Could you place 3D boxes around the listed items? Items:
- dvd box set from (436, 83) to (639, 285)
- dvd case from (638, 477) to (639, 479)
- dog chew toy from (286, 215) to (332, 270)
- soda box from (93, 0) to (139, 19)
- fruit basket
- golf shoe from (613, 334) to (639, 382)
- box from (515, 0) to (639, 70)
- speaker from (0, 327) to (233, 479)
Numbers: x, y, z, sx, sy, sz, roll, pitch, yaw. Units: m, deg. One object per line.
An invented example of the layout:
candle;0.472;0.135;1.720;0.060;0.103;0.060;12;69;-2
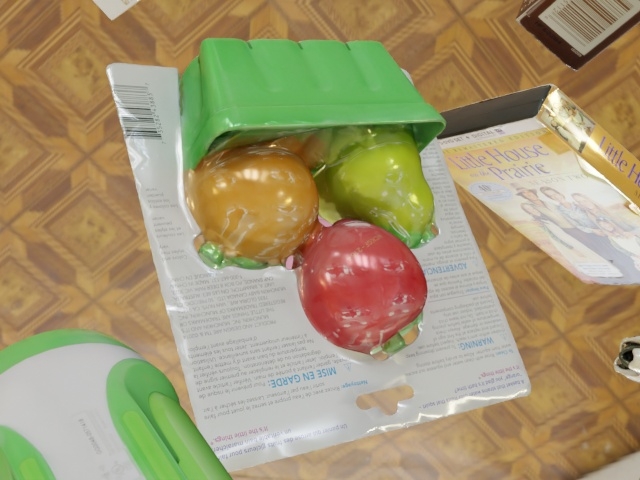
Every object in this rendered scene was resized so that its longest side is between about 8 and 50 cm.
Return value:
dvd box set;0.374;-0.063;1.362;0.420;0.307;0.062;35;73;-22
dvd case;0.508;0.390;1.257;0.022;0.180;0.253;-28;142;-13
dog chew toy;-0.016;0.053;1.200;0.206;0.332;0.207;-7;108;-22
soda box;-0.229;-0.306;0.813;0.216;0.069;0.074;46;155;-22
fruit basket;0.000;0.000;0.805;0.327;0.353;0.165;-8;165;-32
golf shoe;0.495;0.170;1.362;0.120;0.273;0.105;13;87;5
box;0.460;-0.470;1.456;0.143;0.381;0.191;37;140;-11
speaker;-0.067;0.164;0.388;0.131;0.296;0.131;-21;131;-26
